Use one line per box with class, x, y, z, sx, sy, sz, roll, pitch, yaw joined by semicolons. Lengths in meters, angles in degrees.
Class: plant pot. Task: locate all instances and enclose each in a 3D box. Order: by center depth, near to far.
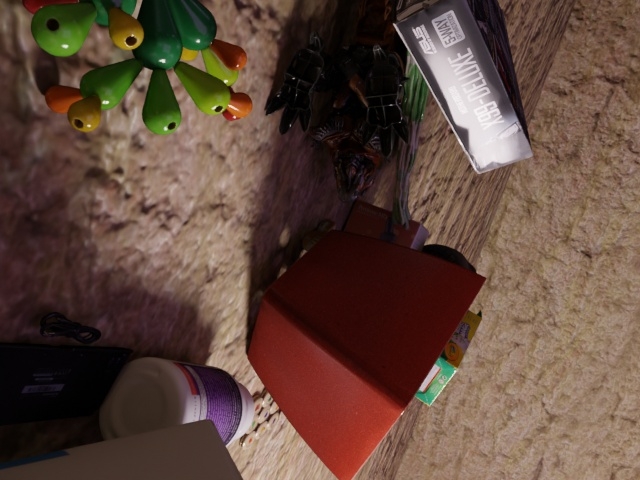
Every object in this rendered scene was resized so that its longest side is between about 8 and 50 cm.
plant pot;0.045;0.143;0.803;0.267;0.236;0.267;-43;161;-42

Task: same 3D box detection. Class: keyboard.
keyboard;-0.245;0.113;0.485;0.108;0.023;0.180;-60;156;0

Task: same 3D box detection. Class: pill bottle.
pill bottle;-0.155;0.200;0.638;0.108;0.108;0.193;-63;155;-7

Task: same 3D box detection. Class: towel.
towel;0.150;-0.213;0.878;0.247;0.038;0.324;-78;170;-46

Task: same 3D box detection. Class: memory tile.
memory tile;-0.091;0.305;0.976;0.148;0.012;0.113;-23;131;-58

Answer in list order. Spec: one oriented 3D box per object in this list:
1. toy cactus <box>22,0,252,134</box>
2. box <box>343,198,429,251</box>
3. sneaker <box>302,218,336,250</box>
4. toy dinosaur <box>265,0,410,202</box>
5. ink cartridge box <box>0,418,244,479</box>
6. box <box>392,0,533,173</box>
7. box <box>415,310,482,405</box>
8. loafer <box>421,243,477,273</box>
toy cactus;-0.129;-0.171;0.409;0.219;0.112;0.180;-15;105;-57
box;0.101;0.031;0.985;0.170;0.130;0.091;-67;157;0
sneaker;0.000;0.000;0.872;0.083;0.032;0.037;-40;144;-44
toy dinosaur;0.043;-0.202;0.703;0.218;0.164;0.321;-51;130;-60
ink cartridge box;-0.224;0.383;0.464;0.286;0.166;0.394;-2;117;-31
box;0.179;-0.277;0.683;0.242;0.077;0.307;46;38;-41
box;0.222;0.189;0.928;0.179;0.043;0.105;-36;155;-52
loafer;0.207;0.106;1.074;0.366;0.130;0.133;-35;-146;67
